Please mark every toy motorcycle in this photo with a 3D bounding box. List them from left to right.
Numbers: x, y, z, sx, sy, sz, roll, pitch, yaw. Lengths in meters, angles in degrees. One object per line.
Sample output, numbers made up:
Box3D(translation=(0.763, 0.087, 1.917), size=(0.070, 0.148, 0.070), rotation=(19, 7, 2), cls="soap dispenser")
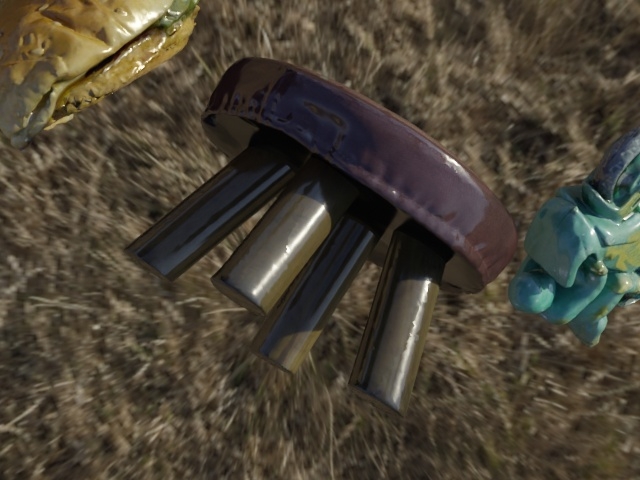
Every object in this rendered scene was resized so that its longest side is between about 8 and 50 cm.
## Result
Box3D(translation=(0.266, 0.015, 1.420), size=(0.198, 0.296, 0.109), rotation=(-40, 61, -3), cls="toy motorcycle")

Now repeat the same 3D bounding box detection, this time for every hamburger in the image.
Box3D(translation=(-0.207, -0.183, 1.284), size=(0.155, 0.207, 0.135), rotation=(-26, 103, 39), cls="hamburger")

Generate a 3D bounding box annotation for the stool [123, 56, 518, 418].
Box3D(translation=(0.000, 0.000, 1.174), size=(0.272, 0.272, 0.178), rotation=(33, 78, 0), cls="stool")
